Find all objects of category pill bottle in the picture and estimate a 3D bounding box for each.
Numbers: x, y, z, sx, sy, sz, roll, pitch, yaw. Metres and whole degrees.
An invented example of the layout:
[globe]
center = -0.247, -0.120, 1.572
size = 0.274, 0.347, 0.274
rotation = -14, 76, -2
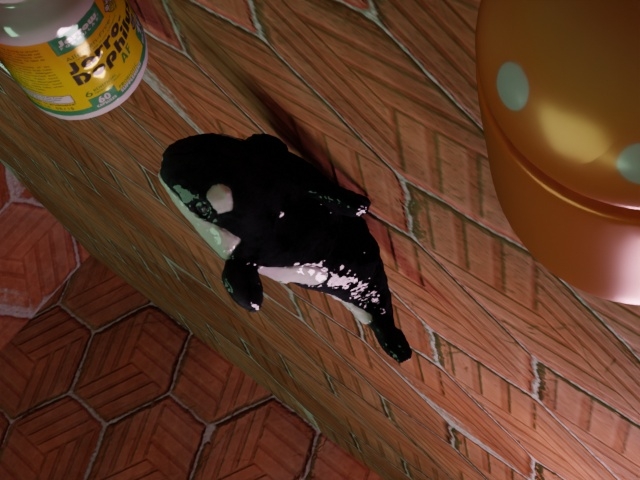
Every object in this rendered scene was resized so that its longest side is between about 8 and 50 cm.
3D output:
[pill bottle]
center = -0.219, -0.190, 1.516
size = 0.117, 0.117, 0.208
rotation = 38, 170, 23

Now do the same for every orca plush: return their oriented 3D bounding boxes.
[orca plush]
center = 0.000, 0.000, 1.543
size = 0.102, 0.151, 0.287
rotation = -13, 128, 40

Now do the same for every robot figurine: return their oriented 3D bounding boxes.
[robot figurine]
center = 0.119, -0.054, 0.688
size = 0.219, 0.128, 0.158
rotation = 68, -169, -70

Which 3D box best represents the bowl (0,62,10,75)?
[bowl]
center = -0.275, -0.202, 1.815
size = 0.170, 0.080, 0.170
rotation = 40, 170, 8
